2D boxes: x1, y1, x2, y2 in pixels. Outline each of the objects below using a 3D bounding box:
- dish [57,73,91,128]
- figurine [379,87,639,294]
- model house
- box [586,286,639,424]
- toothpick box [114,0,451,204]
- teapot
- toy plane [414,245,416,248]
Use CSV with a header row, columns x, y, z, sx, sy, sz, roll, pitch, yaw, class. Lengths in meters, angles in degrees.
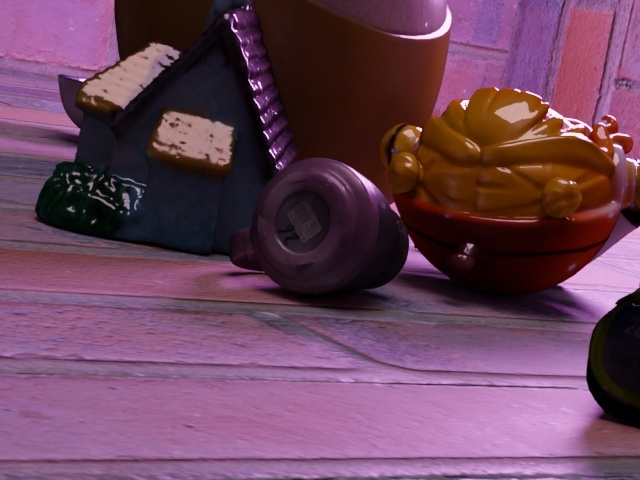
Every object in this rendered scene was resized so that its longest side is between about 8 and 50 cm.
x,y,z,sx,sy,sz,roll,pitch,yaw,class
-0.259,-0.169,2.288,0.228,0.086,0.236,6,9,-36,dish
0.196,-0.043,1.632,0.320,0.196,0.323,8,0,25,figurine
-0.134,-0.134,1.621,0.230,0.249,0.280,10,8,0,model house
0.298,0.073,1.274,0.134,0.097,0.345,12,8,18,box
-0.049,-0.255,1.988,0.409,0.425,0.409,-2,-5,0,toothpick box
0.006,0.006,1.432,0.116,0.148,0.146,55,17,24,teapot
0.147,0.004,1.814,0.120,0.031,0.049,17,18,23,toy plane
